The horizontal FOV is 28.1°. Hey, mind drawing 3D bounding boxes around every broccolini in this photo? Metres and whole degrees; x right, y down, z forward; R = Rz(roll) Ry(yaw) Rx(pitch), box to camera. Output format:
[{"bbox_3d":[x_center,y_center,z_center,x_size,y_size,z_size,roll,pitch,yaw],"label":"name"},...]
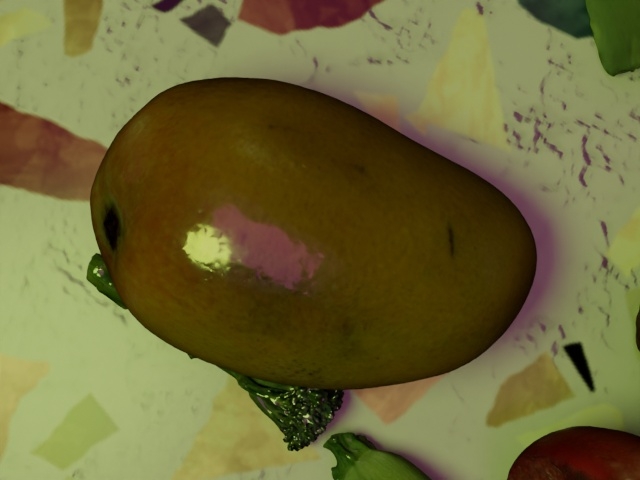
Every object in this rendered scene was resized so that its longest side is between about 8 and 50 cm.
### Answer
[{"bbox_3d":[-0.081,0.072,0.931,0.216,0.058,0.067,34,91,3],"label":"broccolini"}]

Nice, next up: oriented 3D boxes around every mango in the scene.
[{"bbox_3d":[0.000,0.000,0.875,0.317,0.173,0.211,13,46,-10],"label":"mango"}]

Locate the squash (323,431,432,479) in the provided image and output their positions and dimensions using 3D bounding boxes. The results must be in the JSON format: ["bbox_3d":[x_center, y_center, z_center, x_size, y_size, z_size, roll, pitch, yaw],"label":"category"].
[{"bbox_3d":[0.116,0.288,0.884,0.118,0.118,0.370,-28,72,-1],"label":"squash"}]

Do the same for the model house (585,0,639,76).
[{"bbox_3d":[0.281,-0.245,0.886,0.189,0.195,0.214,-16,90,-8],"label":"model house"}]

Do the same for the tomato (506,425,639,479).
[{"bbox_3d":[0.237,0.219,0.863,0.139,0.200,0.233,-24,98,-25],"label":"tomato"}]

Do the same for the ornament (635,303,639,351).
[{"bbox_3d":[0.314,0.067,0.848,0.235,0.217,0.221,-16,87,0],"label":"ornament"}]
